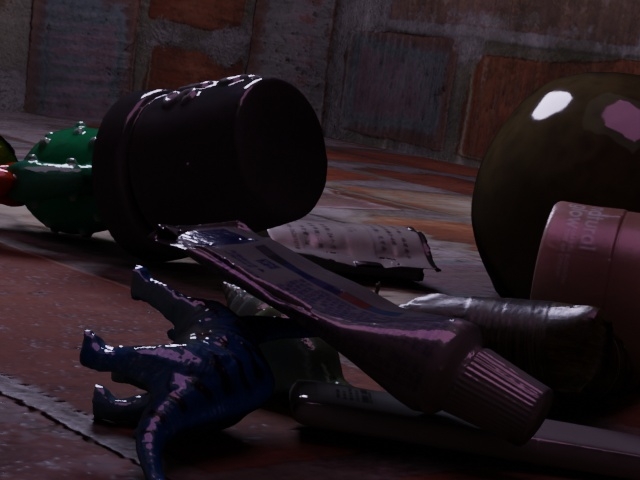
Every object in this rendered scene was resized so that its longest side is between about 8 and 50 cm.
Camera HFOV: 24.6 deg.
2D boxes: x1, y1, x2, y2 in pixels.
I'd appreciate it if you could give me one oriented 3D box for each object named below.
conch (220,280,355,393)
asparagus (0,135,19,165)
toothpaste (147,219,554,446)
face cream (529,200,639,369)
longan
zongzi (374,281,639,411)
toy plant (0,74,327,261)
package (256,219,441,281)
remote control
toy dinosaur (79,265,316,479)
[{"bbox_3d":[-0.035,0.074,1.071,0.088,0.065,0.180,5,23,-37],"label":"conch"},{"bbox_3d":[-0.568,-0.130,1.861,0.382,0.128,0.108,8,44,-9],"label":"asparagus"},{"bbox_3d":[0.022,0.052,0.965,0.282,0.068,0.099,27,-14,24],"label":"toothpaste"},{"bbox_3d":[0.244,0.046,1.265,0.104,0.149,0.149,10,8,17],"label":"face cream"},{"bbox_3d":[0.303,-0.043,1.605,0.288,0.288,0.350,7,-3,-9],"label":"longan"},{"bbox_3d":[0.152,0.090,1.164,0.187,0.084,0.184,7,-8,25],"label":"zongzi"},{"bbox_3d":[-0.185,-0.073,1.582,0.400,0.185,0.279,-8,29,37],"label":"toy plant"},{"bbox_3d":[0.000,0.000,1.699,0.204,0.062,0.251,6,4,-25],"label":"package"},{"bbox_3d":[0.107,0.130,0.974,0.261,0.029,0.067,10,7,-3],"label":"remote control"},{"bbox_3d":[-0.085,0.083,0.928,0.144,0.076,0.329,16,18,16],"label":"toy dinosaur"}]
